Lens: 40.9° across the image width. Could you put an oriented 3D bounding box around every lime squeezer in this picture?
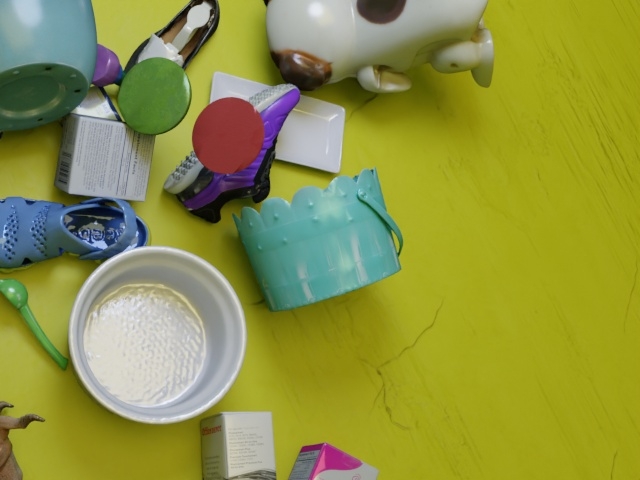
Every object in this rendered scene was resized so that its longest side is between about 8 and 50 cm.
[{"bbox_3d":[-0.528,0.099,1.327,0.310,0.059,0.110,21,97,-19],"label":"lime squeezer"}]

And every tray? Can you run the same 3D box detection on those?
[{"bbox_3d":[-0.085,-0.217,1.623,0.270,0.030,0.145,12,69,-20],"label":"tray"}]

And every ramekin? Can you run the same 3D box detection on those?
[{"bbox_3d":[-0.268,0.158,1.369,0.277,0.135,0.277,7,73,-22],"label":"ramekin"}]

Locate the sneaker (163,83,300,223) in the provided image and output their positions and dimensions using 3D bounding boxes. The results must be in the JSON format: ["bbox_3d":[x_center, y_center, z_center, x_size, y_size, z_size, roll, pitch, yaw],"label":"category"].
[{"bbox_3d":[-0.128,-0.147,1.527,0.293,0.102,0.146,-44,111,-7],"label":"sneaker"}]

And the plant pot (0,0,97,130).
[{"bbox_3d":[-0.476,-0.312,1.309,0.293,0.293,0.235,-15,73,-27],"label":"plant pot"}]

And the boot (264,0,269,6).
[{"bbox_3d":[-0.050,-0.594,1.713,0.207,0.094,0.246,-24,92,-24],"label":"boot"}]

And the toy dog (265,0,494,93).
[{"bbox_3d":[0.101,-0.398,1.584,0.408,0.395,0.284,-10,92,7],"label":"toy dog"}]

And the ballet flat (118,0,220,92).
[{"bbox_3d":[-0.269,-0.349,1.542,0.095,0.096,0.280,34,64,-12],"label":"ballet flat"}]

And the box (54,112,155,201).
[{"bbox_3d":[-0.354,-0.137,1.414,0.137,0.072,0.126,5,99,-38],"label":"box"}]

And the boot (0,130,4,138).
[{"bbox_3d":[-0.635,-0.157,1.330,0.244,0.088,0.176,-43,93,-24],"label":"boot"}]

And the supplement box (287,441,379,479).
[{"bbox_3d":[-0.008,0.457,1.408,0.111,0.114,0.220,31,66,-12],"label":"supplement box"}]

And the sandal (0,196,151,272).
[{"bbox_3d":[-0.417,-0.020,1.357,0.317,0.138,0.126,-4,78,-23],"label":"sandal"}]

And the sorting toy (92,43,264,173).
[{"bbox_3d":[-0.229,-0.214,1.415,0.366,0.126,0.127,29,93,18],"label":"sorting toy"}]

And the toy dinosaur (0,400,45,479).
[{"bbox_3d":[-0.524,0.312,1.222,0.296,0.127,0.200,26,73,-9],"label":"toy dinosaur"}]

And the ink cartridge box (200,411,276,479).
[{"bbox_3d":[-0.129,0.378,1.357,0.086,0.148,0.203,2,74,-23],"label":"ink cartridge box"}]

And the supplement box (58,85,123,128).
[{"bbox_3d":[-0.396,-0.209,1.465,0.083,0.056,0.083,-29,88,-28],"label":"supplement box"}]

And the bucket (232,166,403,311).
[{"bbox_3d":[0.000,0.000,1.465,0.281,0.281,0.183,-19,92,-27],"label":"bucket"}]
